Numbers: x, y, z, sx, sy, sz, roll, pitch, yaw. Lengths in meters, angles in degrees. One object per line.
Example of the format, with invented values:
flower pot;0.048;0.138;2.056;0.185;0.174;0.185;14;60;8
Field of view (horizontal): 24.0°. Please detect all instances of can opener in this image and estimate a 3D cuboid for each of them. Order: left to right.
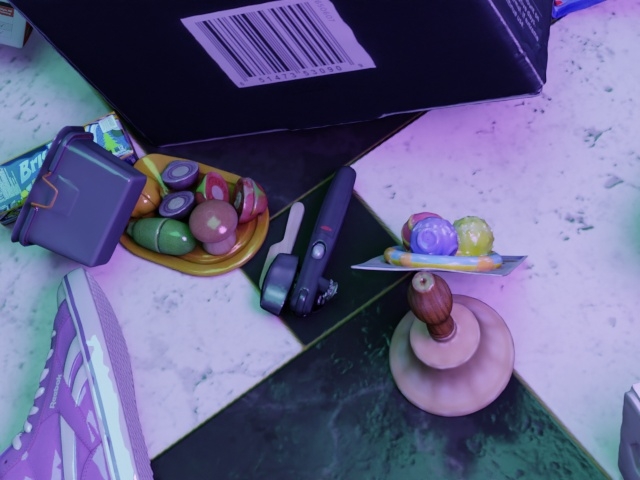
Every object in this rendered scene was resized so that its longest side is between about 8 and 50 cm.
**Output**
can opener;0.000;0.000;1.559;0.073;0.059;0.186;26;65;-3

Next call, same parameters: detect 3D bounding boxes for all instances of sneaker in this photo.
sneaker;-0.267;0.165;1.496;0.161;0.102;0.282;-18;59;5

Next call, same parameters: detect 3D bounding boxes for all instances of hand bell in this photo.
hand bell;0.111;0.073;1.387;0.126;0.242;0.126;-3;70;9

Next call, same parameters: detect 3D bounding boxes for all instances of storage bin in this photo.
storage bin;-0.246;-0.039;1.556;0.091;0.098;0.135;27;98;9

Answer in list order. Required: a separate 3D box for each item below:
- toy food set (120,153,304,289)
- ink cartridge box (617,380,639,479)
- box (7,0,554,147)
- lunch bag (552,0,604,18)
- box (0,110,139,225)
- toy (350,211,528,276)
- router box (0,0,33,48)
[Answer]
toy food set;-0.127;-0.034;1.594;0.218;0.071;0.128;17;66;18
ink cartridge box;0.428;0.151;1.310;0.307;0.223;0.129;-25;61;-4
box;-0.006;-0.390;1.570;0.480;0.297;0.472;-6;57;29
lunch bag;0.365;-0.393;1.618;0.293;0.138;0.221;-10;58;29
box;-0.286;-0.078;1.644;0.169;0.059;0.054;-25;82;-3
toy;0.121;0.001;1.442;0.137;0.237;0.056;2;91;14
router box;-0.459;-0.388;1.633;0.335;0.301;0.082;15;41;-5
